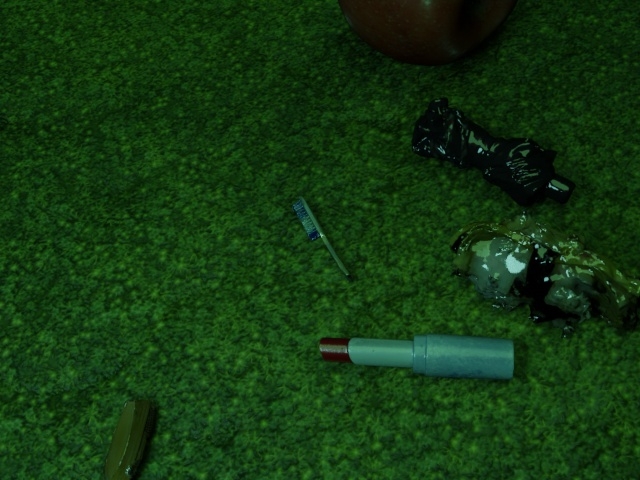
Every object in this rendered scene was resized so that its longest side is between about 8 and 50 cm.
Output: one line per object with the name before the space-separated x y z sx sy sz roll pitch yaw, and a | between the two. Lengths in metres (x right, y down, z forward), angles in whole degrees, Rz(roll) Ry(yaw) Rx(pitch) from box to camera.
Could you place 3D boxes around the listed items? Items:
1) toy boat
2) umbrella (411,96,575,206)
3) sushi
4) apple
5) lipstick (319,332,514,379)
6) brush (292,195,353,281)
toy boat | -0.268 0.295 1.197 0.047 0.049 0.149 -13 53 36
umbrella | 0.283 -0.138 1.372 0.273 0.122 0.110 27 108 18
sushi | 0.324 0.048 1.228 0.291 0.139 0.131 25 71 19
apple | 0.190 -0.476 1.463 0.349 0.348 0.277 -36 58 -15
lipstick | 0.135 0.163 1.215 0.274 0.068 0.061 2 64 7
brush | 0.001 0.000 1.360 0.030 0.033 0.178 -28 58 -3
